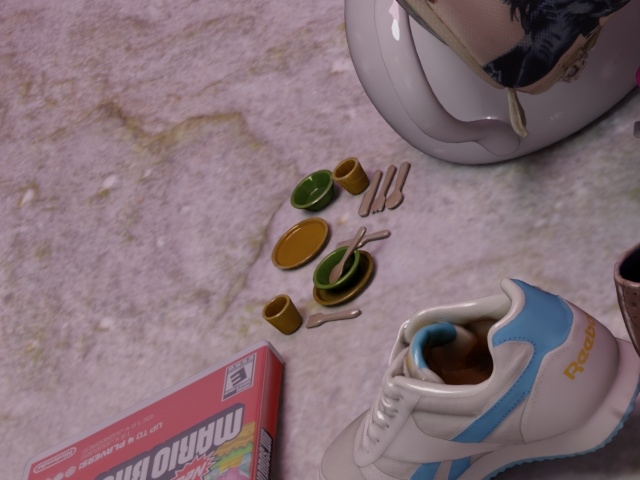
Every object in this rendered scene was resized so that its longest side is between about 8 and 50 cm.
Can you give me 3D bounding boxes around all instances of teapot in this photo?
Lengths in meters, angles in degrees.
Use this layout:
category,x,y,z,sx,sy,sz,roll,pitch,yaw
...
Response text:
category,x,y,z,sx,sy,sz,roll,pitch,yaw
teapot,0.106,-0.185,1.198,0.252,0.187,0.256,-44,32,-6

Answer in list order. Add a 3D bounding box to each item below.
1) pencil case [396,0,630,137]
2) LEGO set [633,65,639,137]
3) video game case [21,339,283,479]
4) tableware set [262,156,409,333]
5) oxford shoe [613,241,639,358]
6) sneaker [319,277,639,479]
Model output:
category,x,y,z,sx,sy,sz,roll,pitch,yaw
pencil case,0.210,-0.243,0.952,0.410,0.183,0.160,-35,24,11
LEGO set,0.270,-0.140,0.957,0.287,0.107,0.132,-45,27,28
video game case,-0.119,0.192,1.089,0.204,0.025,0.285,-28,28,19
tableware set,0.000,0.000,1.232,0.104,0.024,0.154,-15,39,36
oxford shoe,0.306,-0.039,0.847,0.363,0.133,0.130,-37,31,4
sneaker,0.066,0.084,0.965,0.228,0.092,0.087,-34,28,45
